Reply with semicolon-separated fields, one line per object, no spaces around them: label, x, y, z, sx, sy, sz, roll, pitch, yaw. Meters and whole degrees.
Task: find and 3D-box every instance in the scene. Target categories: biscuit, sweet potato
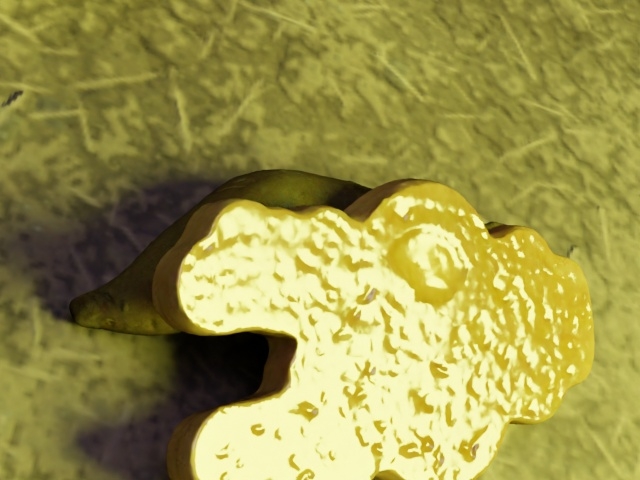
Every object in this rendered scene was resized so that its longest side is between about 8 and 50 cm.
biscuit;0.032;0.044;0.646;0.236;0.040;0.144;-4;93;-38
sweet potato;0.001;-0.002;0.682;0.249;0.059;0.069;-7;82;-33
